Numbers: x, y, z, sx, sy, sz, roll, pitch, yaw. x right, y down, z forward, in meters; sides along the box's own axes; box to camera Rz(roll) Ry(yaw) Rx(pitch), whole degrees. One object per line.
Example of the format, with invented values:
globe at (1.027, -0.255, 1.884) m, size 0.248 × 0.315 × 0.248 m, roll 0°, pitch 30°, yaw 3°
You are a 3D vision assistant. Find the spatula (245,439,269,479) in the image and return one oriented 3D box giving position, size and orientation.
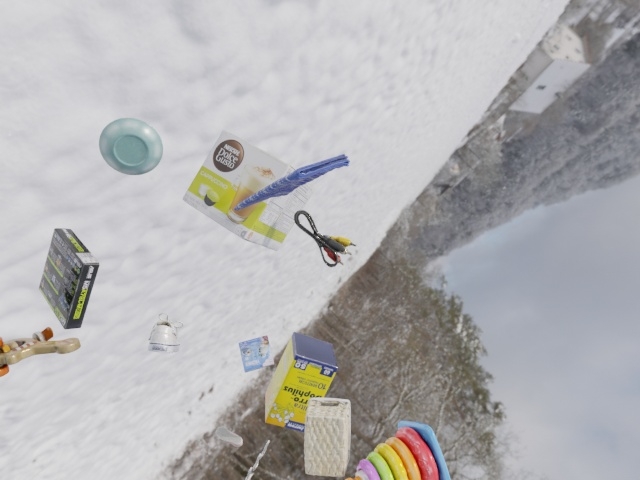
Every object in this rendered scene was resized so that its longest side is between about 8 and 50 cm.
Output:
spatula at (-0.265, 0.932, 1.829) m, size 0.168 × 0.019 × 0.241 m, roll -49°, pitch 166°, yaw -39°

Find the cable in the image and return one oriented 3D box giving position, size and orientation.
cable at (0.000, 0.000, 1.731) m, size 0.139 × 0.287 × 0.072 m, roll -57°, pitch -172°, yaw -3°

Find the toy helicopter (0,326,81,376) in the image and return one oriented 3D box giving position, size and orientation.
toy helicopter at (-1.094, 0.412, 1.688) m, size 0.356 × 0.140 × 0.235 m, roll -5°, pitch -171°, yaw 4°

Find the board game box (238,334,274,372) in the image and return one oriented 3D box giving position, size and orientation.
board game box at (-0.193, 0.341, 1.318) m, size 0.090 × 0.089 × 0.020 m, roll -14°, pitch 157°, yaw -9°

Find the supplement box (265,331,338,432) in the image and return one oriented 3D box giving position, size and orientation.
supplement box at (-0.091, 0.620, 1.917) m, size 0.195 × 0.194 × 0.356 m, roll -109°, pitch -139°, yaw -71°

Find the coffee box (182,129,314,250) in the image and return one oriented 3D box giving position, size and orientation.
coffee box at (-0.283, -0.197, 1.816) m, size 0.334 × 0.338 × 0.338 m, roll -59°, pitch 161°, yaw 1°

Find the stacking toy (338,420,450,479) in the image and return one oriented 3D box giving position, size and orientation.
stacking toy at (0.150, 0.577, 1.072) m, size 0.302 × 0.165 × 0.175 m, roll -12°, pitch 168°, yaw -23°

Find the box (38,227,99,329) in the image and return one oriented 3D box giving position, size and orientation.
box at (-0.625, 0.091, 1.081) m, size 0.045 × 0.191 × 0.184 m, roll 0°, pitch 116°, yaw -52°

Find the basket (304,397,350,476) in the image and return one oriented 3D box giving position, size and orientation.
basket at (0.018, 0.503, 1.118) m, size 0.114 × 0.167 × 0.103 m, roll 0°, pitch -177°, yaw 7°

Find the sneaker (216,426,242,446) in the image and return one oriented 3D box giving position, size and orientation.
sneaker at (-0.412, 0.899, 1.992) m, size 0.070 × 0.135 × 0.050 m, roll 84°, pitch 29°, yaw -52°

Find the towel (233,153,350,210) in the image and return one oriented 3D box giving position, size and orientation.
towel at (-0.091, -0.174, 1.368) m, size 0.336 × 0.040 × 0.243 m, roll -21°, pitch -176°, yaw 46°

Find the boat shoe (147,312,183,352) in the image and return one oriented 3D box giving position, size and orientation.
boat shoe at (-0.661, 0.388, 1.856) m, size 0.367 × 0.136 × 0.156 m, roll 139°, pitch -40°, yaw -72°

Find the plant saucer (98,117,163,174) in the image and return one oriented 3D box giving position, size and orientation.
plant saucer at (-0.615, -0.298, 1.422) m, size 0.195 × 0.195 × 0.037 m, roll -43°, pitch -148°, yaw 7°
